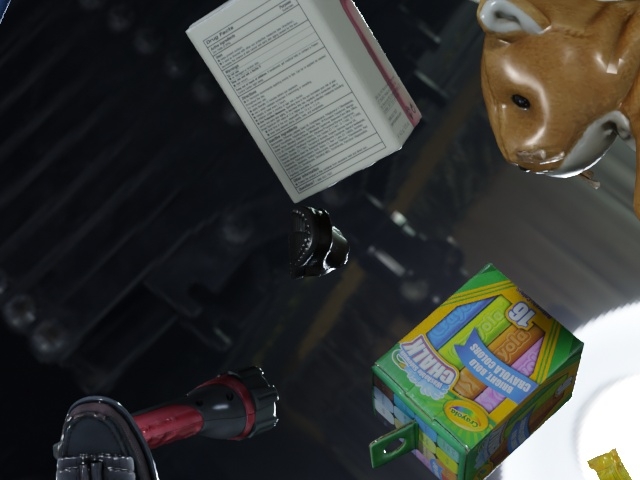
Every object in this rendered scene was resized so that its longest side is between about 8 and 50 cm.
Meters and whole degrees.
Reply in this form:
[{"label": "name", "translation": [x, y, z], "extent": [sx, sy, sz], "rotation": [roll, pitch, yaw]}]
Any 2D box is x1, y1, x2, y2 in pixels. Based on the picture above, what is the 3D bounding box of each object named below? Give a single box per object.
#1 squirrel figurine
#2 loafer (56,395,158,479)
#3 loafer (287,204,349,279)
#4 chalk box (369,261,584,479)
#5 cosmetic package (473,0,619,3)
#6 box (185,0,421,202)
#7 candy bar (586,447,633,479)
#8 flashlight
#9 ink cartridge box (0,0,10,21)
[{"label": "squirrel figurine", "translation": [0.335, -0.190, 1.183], "extent": [0.281, 0.371, 0.396], "rotation": [-10, -66, -59]}, {"label": "loafer", "translation": [-0.237, 0.325, 1.473], "extent": [0.095, 0.109, 0.302], "rotation": [-73, -18, -71]}, {"label": "loafer", "translation": [0.000, 0.000, 1.764], "extent": [0.078, 0.080, 0.220], "rotation": [-3, -9, -6]}, {"label": "chalk box", "translation": [0.186, 0.209, 1.780], "extent": [0.289, 0.179, 0.180], "rotation": [-40, -25, -17]}, {"label": "cosmetic package", "translation": [0.303, -0.270, 1.451], "extent": [0.160, 0.310, 0.113], "rotation": [-102, 32, -76]}, {"label": "box", "translation": [-0.014, -0.185, 1.489], "extent": [0.149, 0.232, 0.127], "rotation": [-26, 12, 25]}, {"label": "candy bar", "translation": [0.342, 0.297, 1.424], "extent": [0.040, 0.161, 0.018], "rotation": [-31, 4, 34]}, {"label": "flashlight", "translation": [-0.198, 0.252, 1.790], "extent": [0.304, 0.103, 0.103], "rotation": [-15, -31, -43]}, {"label": "ink cartridge box", "translation": [-0.300, -0.269, 0.836], "extent": [0.270, 0.151, 0.395], "rotation": [13, -43, -26]}]
